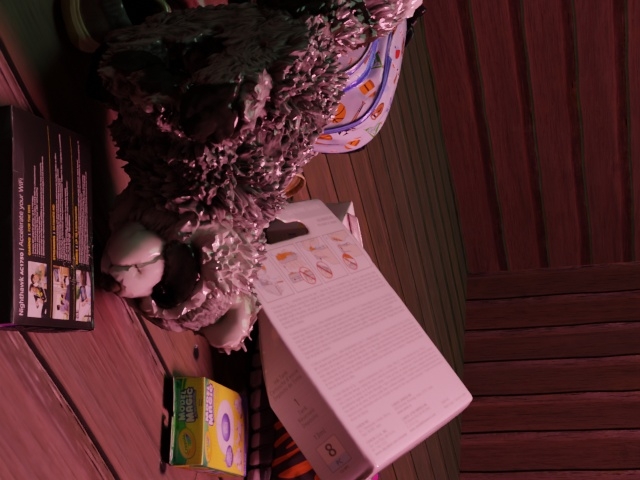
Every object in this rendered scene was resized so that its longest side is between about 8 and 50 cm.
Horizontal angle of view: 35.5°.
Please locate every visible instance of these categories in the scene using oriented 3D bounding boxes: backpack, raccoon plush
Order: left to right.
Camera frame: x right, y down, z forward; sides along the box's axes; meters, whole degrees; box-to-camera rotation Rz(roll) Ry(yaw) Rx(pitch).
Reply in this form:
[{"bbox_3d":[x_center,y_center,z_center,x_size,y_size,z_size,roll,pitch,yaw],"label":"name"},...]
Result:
[{"bbox_3d":[-0.035,-0.080,1.016,0.216,0.446,0.299,39,-36,47],"label":"raccoon plush"},{"bbox_3d":[0.000,-0.266,1.470,0.213,0.276,0.263,30,64,-74],"label":"backpack"}]

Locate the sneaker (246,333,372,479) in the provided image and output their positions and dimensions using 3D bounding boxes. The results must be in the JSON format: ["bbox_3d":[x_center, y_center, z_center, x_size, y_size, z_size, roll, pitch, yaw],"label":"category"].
[{"bbox_3d":[-0.003,0.256,1.422,0.124,0.180,0.321,47,40,-67],"label":"sneaker"}]

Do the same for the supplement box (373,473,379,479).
[{"bbox_3d":[0.018,0.355,1.609,0.220,0.114,0.111,1,85,-77],"label":"supplement box"}]

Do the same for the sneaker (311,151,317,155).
[{"bbox_3d":[-0.020,-0.216,1.733,0.212,0.080,0.094,55,45,-65],"label":"sneaker"}]

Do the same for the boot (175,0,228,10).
[{"bbox_3d":[-0.158,-0.320,1.147,0.248,0.090,0.207,-77,149,-67],"label":"boot"}]

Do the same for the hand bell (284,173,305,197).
[{"bbox_3d":[-0.110,-0.176,1.367,0.126,0.126,0.242,36,37,-71],"label":"hand bell"}]

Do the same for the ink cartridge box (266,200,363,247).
[{"bbox_3d":[0.000,0.000,1.586,0.090,0.143,0.092,-67,150,-60],"label":"ink cartridge box"}]

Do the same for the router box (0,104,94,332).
[{"bbox_3d":[-0.243,-0.013,0.850,0.133,0.046,0.179,25,61,-73],"label":"router box"}]

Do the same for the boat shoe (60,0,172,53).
[{"bbox_3d":[-0.193,-0.232,1.054,0.223,0.073,0.080,-35,119,-73],"label":"boat shoe"}]

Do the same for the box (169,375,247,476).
[{"bbox_3d":[-0.135,0.225,1.202,0.179,0.043,0.105,45,42,-66],"label":"box"}]

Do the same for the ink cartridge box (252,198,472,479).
[{"bbox_3d":[0.010,0.127,1.370,0.385,0.091,0.308,52,30,14],"label":"ink cartridge box"}]
